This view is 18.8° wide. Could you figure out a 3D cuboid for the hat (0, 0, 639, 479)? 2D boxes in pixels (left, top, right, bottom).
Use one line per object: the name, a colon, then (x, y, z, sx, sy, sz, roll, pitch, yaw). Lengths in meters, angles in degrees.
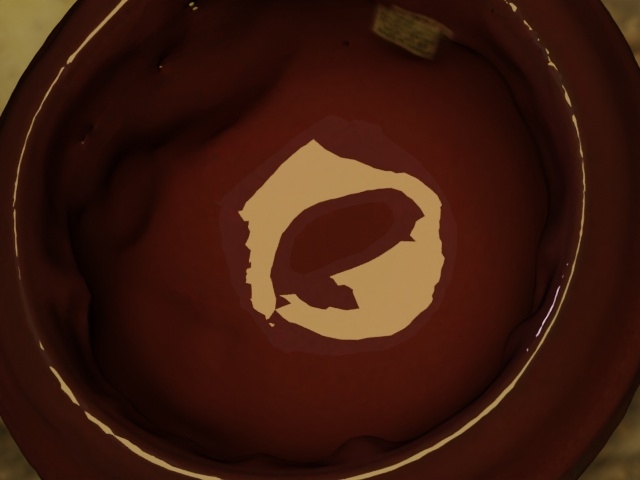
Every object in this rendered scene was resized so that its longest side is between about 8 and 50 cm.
hat: (0.000, 0.000, 0.546, 0.205, 0.089, 0.205, -2, 76, 7)
